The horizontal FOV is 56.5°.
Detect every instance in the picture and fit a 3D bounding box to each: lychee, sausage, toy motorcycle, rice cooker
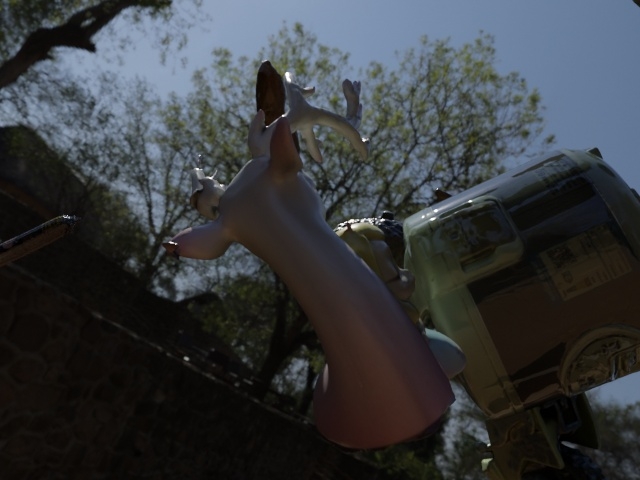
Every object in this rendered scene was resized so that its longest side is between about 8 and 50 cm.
[{"bbox_3d":[0.115,0.063,1.357,0.255,0.275,0.255,14,-10,3],"label":"lychee"},{"bbox_3d":[-0.363,0.016,0.677,0.025,0.198,0.028,65,2,-52],"label":"sausage"},{"bbox_3d":[0.352,0.281,1.037,0.168,0.410,0.237,-9,-12,-32],"label":"toy motorcycle"},{"bbox_3d":[0.243,0.053,0.712,0.277,0.288,0.288,-24,-34,10],"label":"rice cooker"}]

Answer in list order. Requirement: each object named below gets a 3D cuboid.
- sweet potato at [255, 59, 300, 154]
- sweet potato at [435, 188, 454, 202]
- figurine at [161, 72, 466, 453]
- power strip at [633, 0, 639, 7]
[{"bbox_3d":[-0.076,-0.209,1.063,0.051,0.065,0.219,19,-53,63],"label":"sweet potato"},{"bbox_3d":[0.303,0.001,0.959,0.281,0.059,0.067,24,-2,6],"label":"sweet potato"},{"bbox_3d":[-0.013,0.007,0.566,0.316,0.206,0.284,63,16,-4],"label":"figurine"},{"bbox_3d":[0.751,-0.609,1.280,0.229,0.261,0.141,10,2,-38],"label":"power strip"}]
